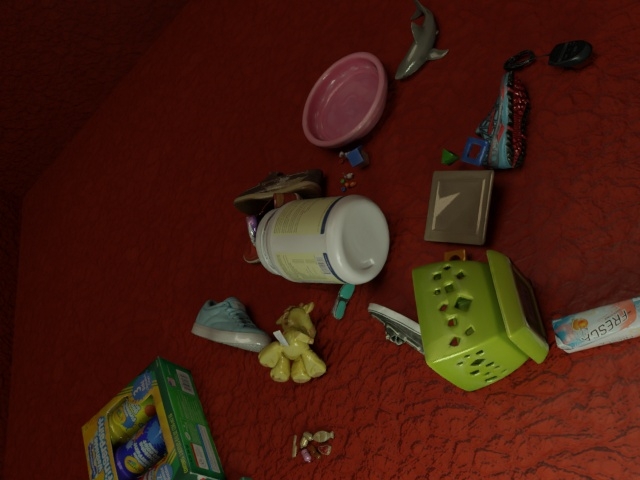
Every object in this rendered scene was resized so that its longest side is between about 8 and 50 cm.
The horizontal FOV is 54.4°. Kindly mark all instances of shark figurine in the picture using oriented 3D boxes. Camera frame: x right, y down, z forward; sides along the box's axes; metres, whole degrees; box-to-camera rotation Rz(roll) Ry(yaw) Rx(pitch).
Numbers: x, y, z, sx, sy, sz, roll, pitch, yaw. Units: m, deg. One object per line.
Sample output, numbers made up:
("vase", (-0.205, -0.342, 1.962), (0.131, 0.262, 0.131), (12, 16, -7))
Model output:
("shark figurine", (0.295, -0.634, 1.859), (0.166, 0.116, 0.279), (-5, 68, 42))

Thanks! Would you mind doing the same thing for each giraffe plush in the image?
("giraffe plush", (-0.072, 0.264, 1.711), (0.181, 0.210, 0.171), (-3, 36, 11))

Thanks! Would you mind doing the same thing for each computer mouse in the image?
("computer mouse", (0.565, -0.451, 1.555), (0.242, 0.041, 0.071), (10, 67, 54))

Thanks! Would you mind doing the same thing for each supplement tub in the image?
("supplement tub", (0.000, 0.000, 1.715), (0.324, 0.235, 0.236), (-1, 68, 44))

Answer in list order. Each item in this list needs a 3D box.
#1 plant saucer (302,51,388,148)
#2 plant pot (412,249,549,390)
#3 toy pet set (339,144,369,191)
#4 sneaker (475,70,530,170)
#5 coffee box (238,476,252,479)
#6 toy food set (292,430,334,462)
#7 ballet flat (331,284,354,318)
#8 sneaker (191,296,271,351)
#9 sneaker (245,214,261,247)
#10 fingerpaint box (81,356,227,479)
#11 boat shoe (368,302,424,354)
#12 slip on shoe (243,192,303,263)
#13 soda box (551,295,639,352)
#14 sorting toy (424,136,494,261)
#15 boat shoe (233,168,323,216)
("plant saucer", (0.087, -0.432, 1.975), (0.332, 0.084, 0.333), (-23, 54, 36))
("plant pot", (0.342, 0.162, 1.310), (0.207, 0.227, 0.228), (-24, 53, 26))
("toy pet set", (0.087, -0.230, 1.880), (0.114, 0.065, 0.122), (-27, 53, 33))
("sneaker", (0.437, -0.300, 1.546), (0.125, 0.104, 0.262), (-7, 64, 45))
("coffee box", (-0.242, 0.745, 1.699), (0.184, 0.040, 0.113), (-46, 45, 17))
("toy food set", (-0.016, 0.533, 1.609), (0.122, 0.019, 0.078), (-11, 62, 32))
("ballet flat", (0.058, 0.160, 1.721), (0.041, 0.041, 0.115), (14, 78, 47))
("sneaker", (-0.275, 0.248, 1.929), (0.365, 0.135, 0.150), (5, 75, 45))
("sneaker", (-0.139, -0.002, 1.877), (0.104, 0.236, 0.095), (-25, 43, 11))
("fingerpaint box", (-0.526, 0.650, 1.905), (0.371, 0.163, 0.445), (-42, 44, 9))
("boat shoe", (0.190, 0.217, 1.529), (0.219, 0.077, 0.070), (24, 85, 46))
("slip on shoe", (-0.173, -0.043, 1.974), (0.331, 0.101, 0.123), (-47, 39, 43))
("soda box", (0.553, 0.165, 1.211), (0.183, 0.063, 0.058), (-25, 53, 34))
("sorting toy", (0.348, -0.080, 1.544), (0.195, 0.047, 0.348), (6, 86, 51))
("boat shoe", (-0.134, -0.164, 2.032), (0.341, 0.123, 0.123), (-12, 53, 36))
